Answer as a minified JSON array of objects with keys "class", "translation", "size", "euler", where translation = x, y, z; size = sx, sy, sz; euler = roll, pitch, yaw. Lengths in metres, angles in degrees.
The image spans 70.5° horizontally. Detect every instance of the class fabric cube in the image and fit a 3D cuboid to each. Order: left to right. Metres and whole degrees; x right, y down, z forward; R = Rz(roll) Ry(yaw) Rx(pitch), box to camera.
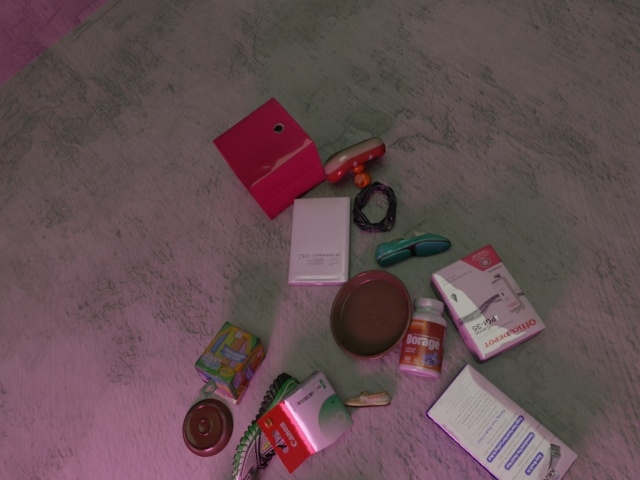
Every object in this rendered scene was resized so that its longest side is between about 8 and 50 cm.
[{"class":"fabric cube","translation":[-0.171,-0.280,1.581],"size":[0.258,0.259,0.254],"euler":[-37,67,-5]}]

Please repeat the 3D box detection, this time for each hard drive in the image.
[{"class":"hard drive","translation":[0.000,0.000,1.554],"size":[0.202,0.040,0.308],"euler":[-1,68,10]}]

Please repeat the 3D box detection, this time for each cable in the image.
[{"class":"cable","translation":[0.187,-0.117,1.567],"size":[0.150,0.047,0.185],"euler":[-1,72,16]}]

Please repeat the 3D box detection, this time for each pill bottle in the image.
[{"class":"pill bottle","translation":[0.306,0.285,1.336],"size":[0.121,0.121,0.216],"euler":[8,70,14]}]

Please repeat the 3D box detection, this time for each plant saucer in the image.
[{"class":"plant saucer","translation":[-0.353,0.576,1.398],"size":[0.168,0.029,0.169],"euler":[-3,68,9]},{"class":"plant saucer","translation":[0.155,0.226,1.386],"size":[0.277,0.041,0.278],"euler":[-17,58,29]}]

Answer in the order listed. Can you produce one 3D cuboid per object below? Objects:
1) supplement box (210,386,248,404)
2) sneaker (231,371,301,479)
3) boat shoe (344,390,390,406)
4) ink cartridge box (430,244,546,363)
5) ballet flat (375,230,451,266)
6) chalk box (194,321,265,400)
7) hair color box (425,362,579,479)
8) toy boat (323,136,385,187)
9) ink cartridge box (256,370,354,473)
[{"class":"supplement box","translation":[-0.287,0.466,1.424],"size":[0.098,0.036,0.062],"euler":[23,73,19]},{"class":"sneaker","translation":[-0.136,0.566,1.303],"size":[0.146,0.134,0.344],"euler":[24,74,18]},{"class":"boat shoe","translation":[0.137,0.468,1.338],"size":[0.135,0.050,0.045],"euler":[-2,64,-1]},{"class":"ink cartridge box","translation":[0.487,0.188,1.342],"size":[0.207,0.117,0.283],"euler":[-27,66,-1]},{"class":"ballet flat","translation":[0.295,0.012,1.474],"size":[0.247,0.083,0.087],"euler":[-15,52,3]},{"class":"chalk box","translation":[-0.283,0.383,1.373],"size":[0.131,0.132,0.213],"euler":[21,55,18]},{"class":"hair color box","translation":[0.474,0.519,1.219],"size":[0.338,0.110,0.185],"euler":[40,79,24]},{"class":"toy boat","translation":[0.130,-0.257,1.591],"size":[0.231,0.151,0.151],"euler":[-25,101,-11]},{"class":"ink cartridge box","translation":[-0.038,0.508,1.272],"size":[0.224,0.056,0.181],"euler":[-33,92,-31]}]
